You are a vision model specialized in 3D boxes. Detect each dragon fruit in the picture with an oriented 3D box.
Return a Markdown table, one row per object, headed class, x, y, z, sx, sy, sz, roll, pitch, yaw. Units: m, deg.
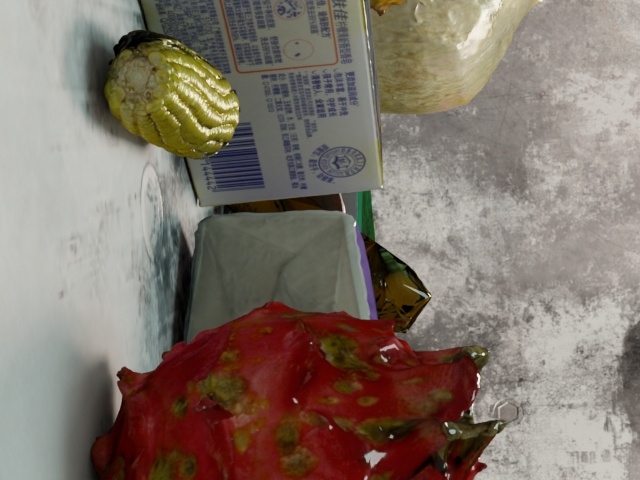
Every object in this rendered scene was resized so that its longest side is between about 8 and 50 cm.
| class | x | y | z | sx | sy | sz | roll | pitch | yaw |
| --- | --- | --- | --- | --- | --- | --- | --- | --- | --- |
| dragon fruit | -0.008 | 0.131 | 0.816 | 0.210 | 0.268 | 0.205 | 49 | 28 | -27 |

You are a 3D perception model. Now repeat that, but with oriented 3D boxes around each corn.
| class | x | y | z | sx | sy | sz | roll | pitch | yaw |
| --- | --- | --- | --- | --- | --- | --- | --- | --- | --- |
| corn | -0.099 | -0.096 | 0.936 | 0.203 | 0.072 | 0.072 | 11 | 76 | -83 |

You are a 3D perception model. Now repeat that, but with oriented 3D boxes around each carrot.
| class | x | y | z | sx | sy | sz | roll | pitch | yaw |
| --- | --- | --- | --- | --- | --- | --- | --- | --- | --- |
| carrot | -0.001 | 0.001 | 1.286 | 0.069 | 0.229 | 0.069 | -52 | 173 | -9 |

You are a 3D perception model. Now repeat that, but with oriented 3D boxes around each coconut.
| class | x | y | z | sx | sy | sz | roll | pitch | yaw |
| --- | --- | --- | --- | --- | --- | --- | --- | --- | --- |
| coconut | 0.129 | -0.362 | 1.952 | 0.404 | 0.405 | 0.404 | -3 | 90 | -85 |

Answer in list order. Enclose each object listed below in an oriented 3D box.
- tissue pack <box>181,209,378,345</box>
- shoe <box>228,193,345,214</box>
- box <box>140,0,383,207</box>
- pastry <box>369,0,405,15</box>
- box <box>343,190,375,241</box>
| class | x | y | z | sx | sy | sz | roll | pitch | yaw |
| --- | --- | --- | --- | --- | --- | --- | --- | --- | --- |
| tissue pack | -0.017 | 0.157 | 1.180 | 0.338 | 0.160 | 0.242 | 80 | 8 | -58 |
| shoe | -0.039 | -0.091 | 1.403 | 0.137 | 0.114 | 0.291 | 88 | -3 | -79 |
| box | -0.038 | -0.147 | 1.111 | 0.265 | 0.168 | 0.097 | 77 | 8 | -54 |
| pastry | 0.055 | -0.441 | 1.574 | 0.337 | 0.292 | 0.405 | 79 | 14 | -61 |
| box | 0.019 | 0.026 | 1.936 | 0.336 | 0.106 | 0.264 | -84 | 169 | -56 |
